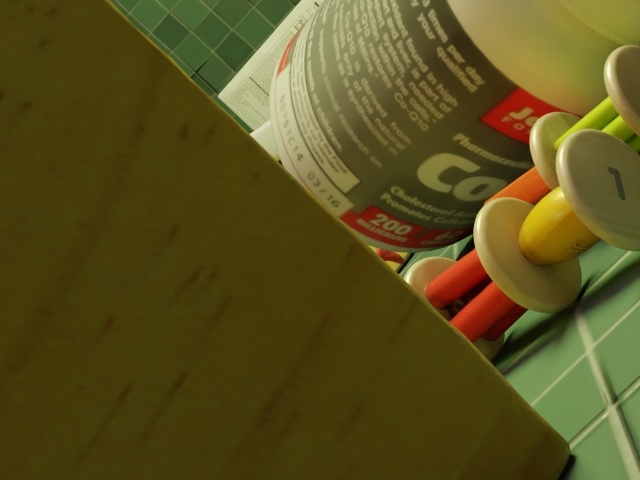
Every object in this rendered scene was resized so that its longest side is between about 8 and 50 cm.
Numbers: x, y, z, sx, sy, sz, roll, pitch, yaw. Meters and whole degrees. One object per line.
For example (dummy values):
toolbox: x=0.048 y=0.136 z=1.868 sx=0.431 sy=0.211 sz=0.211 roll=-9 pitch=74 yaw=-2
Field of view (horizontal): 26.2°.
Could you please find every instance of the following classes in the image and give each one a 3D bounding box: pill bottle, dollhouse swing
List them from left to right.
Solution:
dollhouse swing: x=-0.153 y=0.049 z=0.490 sx=0.315 sy=0.347 sz=0.305 roll=-51 pitch=7 yaw=-32
pill bottle: x=0.098 y=-0.112 z=0.713 sx=0.161 sy=0.161 sz=0.283 roll=-50 pitch=6 yaw=-32

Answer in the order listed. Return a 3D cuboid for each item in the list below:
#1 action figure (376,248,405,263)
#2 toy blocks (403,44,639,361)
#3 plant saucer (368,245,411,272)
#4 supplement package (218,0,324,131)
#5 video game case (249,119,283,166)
action figure: x=0.016 y=0.057 z=0.843 sx=0.115 sy=0.030 sz=0.038 roll=-55 pitch=3 yaw=-25
toy blocks: x=0.086 y=-0.004 z=0.586 sx=0.148 sy=0.054 sz=0.123 roll=-43 pitch=7 yaw=43
plant saucer: x=0.000 y=0.000 z=1.118 sx=0.333 sy=0.081 sz=0.333 roll=-49 pitch=6 yaw=-30
supplement package: x=0.059 y=-0.219 z=1.613 sx=0.262 sy=0.198 sz=0.199 roll=-44 pitch=5 yaw=34
video game case: x=0.053 y=-0.131 z=1.232 sx=0.329 sy=0.036 sz=0.300 roll=-33 pitch=-3 yaw=20
